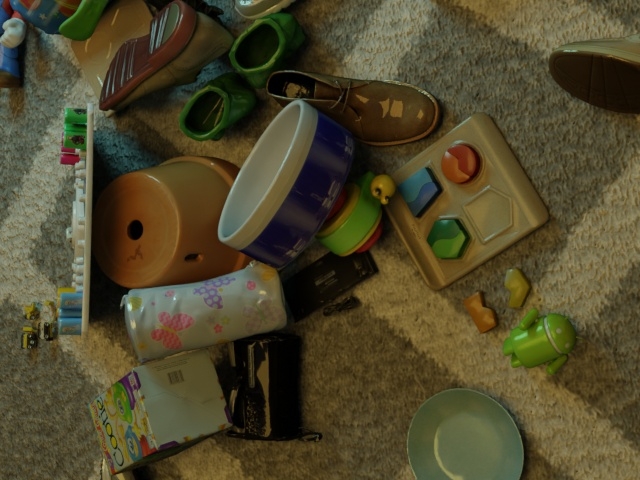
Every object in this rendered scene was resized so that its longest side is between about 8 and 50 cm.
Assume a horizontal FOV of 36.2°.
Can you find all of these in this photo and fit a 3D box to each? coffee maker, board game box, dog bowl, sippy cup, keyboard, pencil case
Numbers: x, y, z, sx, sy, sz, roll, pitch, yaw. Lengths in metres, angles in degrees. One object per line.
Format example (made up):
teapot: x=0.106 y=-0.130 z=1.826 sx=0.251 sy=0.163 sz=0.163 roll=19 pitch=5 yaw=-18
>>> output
coffee maker: x=-0.079 y=0.251 z=1.695 sx=0.171 sy=0.120 sz=0.178 roll=0 pitch=90 yaw=5
board game box: x=-0.287 y=0.305 z=1.712 sx=0.275 sy=0.144 sz=0.142 roll=-37 pitch=69 yaw=55
board game box: x=-0.449 y=-0.030 z=1.779 sx=0.050 sy=0.390 sz=0.389 roll=1 pitch=89 yaw=-15
dog bowl: x=-0.058 y=-0.091 z=1.598 sx=0.104 sy=0.265 sz=0.264 roll=29 pitch=107 yaw=-18
sippy cup: x=-0.481 y=-0.523 z=1.875 sx=0.240 sy=0.305 sz=0.224 roll=41 pitch=124 yaw=-13
keyboard: x=0.019 y=0.080 z=1.687 sx=0.180 sy=0.023 sz=0.108 roll=-34 pitch=67 yaw=24
pencil case: x=-0.191 y=0.117 z=1.636 sx=0.273 sy=0.113 sz=0.124 roll=-14 pitch=95 yaw=-12

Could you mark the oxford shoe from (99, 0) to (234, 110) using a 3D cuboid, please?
oxford shoe: x=-0.287 y=-0.301 z=1.757 sx=0.348 sy=0.130 sz=0.122 roll=-20 pitch=58 yaw=50

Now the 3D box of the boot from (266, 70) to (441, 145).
boot: x=0.047 y=-0.226 z=1.628 sx=0.305 sy=0.115 sz=0.112 roll=14 pitch=93 yaw=27

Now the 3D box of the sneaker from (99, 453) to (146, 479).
sneaker: x=-0.353 y=0.480 z=1.848 sx=0.108 sy=0.100 sz=0.271 roll=-7 pitch=81 yaw=4

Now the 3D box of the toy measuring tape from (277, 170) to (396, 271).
toy measuring tape: x=0.000 y=0.000 z=1.630 sx=0.330 sy=0.121 sz=0.121 roll=-38 pitch=72 yaw=30

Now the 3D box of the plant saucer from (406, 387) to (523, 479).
plant saucer: x=0.233 y=0.330 z=1.553 sx=0.195 sy=0.037 sz=0.194 roll=0 pitch=89 yaw=29

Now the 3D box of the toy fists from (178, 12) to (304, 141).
toy fists: x=-0.134 y=-0.283 z=1.716 sx=0.096 sy=0.142 sz=0.279 roll=39 pitch=109 yaw=-6

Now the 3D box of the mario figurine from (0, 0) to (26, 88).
mario figurine: x=-0.690 y=-0.478 z=2.001 sx=0.198 sy=0.170 sz=0.320 roll=5 pitch=100 yaw=-5

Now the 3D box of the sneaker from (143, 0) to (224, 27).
sneaker: x=-0.240 y=-0.419 z=1.737 sx=0.130 sy=0.227 sz=0.087 roll=29 pitch=83 yaw=11

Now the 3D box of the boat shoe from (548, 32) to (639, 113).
boat shoe: x=0.484 y=-0.250 z=1.407 sx=0.302 sy=0.109 sz=0.098 roll=11 pitch=54 yaw=29

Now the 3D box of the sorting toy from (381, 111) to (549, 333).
sorting toy: x=0.240 y=-0.022 z=1.556 sx=0.229 sy=0.041 sz=0.307 roll=-35 pitch=73 yaw=23

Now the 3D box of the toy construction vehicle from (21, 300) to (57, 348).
toy construction vehicle: x=-0.575 y=0.173 z=2.005 sx=0.086 sy=0.035 sz=0.098 roll=-6 pitch=83 yaw=39

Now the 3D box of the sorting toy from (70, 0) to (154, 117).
sorting toy: x=-0.386 y=-0.371 z=1.916 sx=0.193 sy=0.038 sz=0.208 roll=-36 pitch=68 yaw=23

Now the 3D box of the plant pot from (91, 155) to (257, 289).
plant pot: x=-0.268 y=-0.017 z=1.743 sx=0.291 sy=0.203 sz=0.290 roll=-1 pitch=87 yaw=28

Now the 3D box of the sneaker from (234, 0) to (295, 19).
sneaker: x=-0.058 y=-0.504 z=1.679 sx=0.281 sy=0.115 sz=0.105 roll=-44 pitch=46 yaw=15

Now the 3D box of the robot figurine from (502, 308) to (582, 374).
robot figurine: x=0.335 y=0.152 z=1.485 sx=0.115 sy=0.067 sz=0.101 roll=-27 pitch=104 yaw=25
